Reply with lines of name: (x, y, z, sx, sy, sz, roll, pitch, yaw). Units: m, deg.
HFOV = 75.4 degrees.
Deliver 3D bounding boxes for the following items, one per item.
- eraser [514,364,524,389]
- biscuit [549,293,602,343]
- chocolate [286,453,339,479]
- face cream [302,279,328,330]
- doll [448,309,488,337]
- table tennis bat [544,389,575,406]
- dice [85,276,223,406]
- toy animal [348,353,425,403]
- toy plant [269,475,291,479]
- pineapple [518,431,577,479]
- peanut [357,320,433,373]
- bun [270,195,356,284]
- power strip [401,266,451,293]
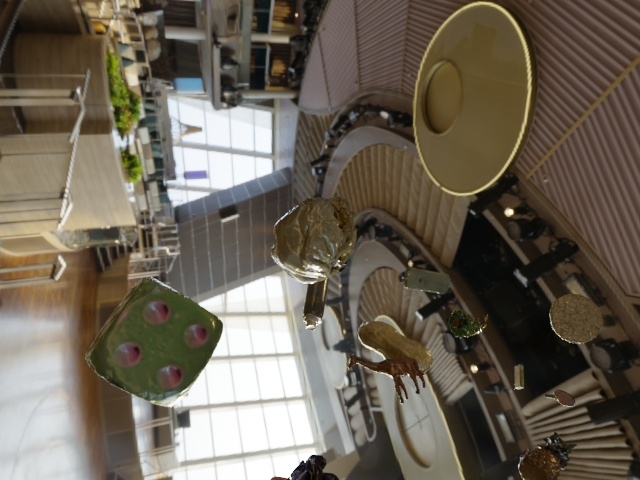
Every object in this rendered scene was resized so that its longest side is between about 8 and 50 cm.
eraser: (0.738, 0.507, 1.538, 0.038, 0.019, 0.083, 105, 0, -60)
biscuit: (0.771, 0.235, 1.252, 0.020, 0.152, 0.152, 44, 37, -79)
chocolate: (-0.020, 0.596, 0.820, 0.343, 0.148, 0.126, -69, 159, -60)
face cream: (-0.014, 0.184, 1.472, 0.073, 0.073, 0.284, 109, -7, -53)
doll: (0.422, 0.242, 1.149, 0.077, 0.113, 0.078, -89, -159, -58)
table tennis bat: (0.629, 0.414, 1.091, 0.050, 0.007, 0.083, 58, -27, -2)
dice: (-0.537, 0.324, 1.362, 0.322, 0.330, 0.318, -61, -163, -18)
toy animal: (0.238, 0.472, 1.484, 0.230, 0.224, 0.066, 59, -3, 16)
toy plant: (-0.154, 1.227, 1.777, 0.356, 0.316, 0.211, -77, -166, -46)
pineapple: (0.814, 0.777, 1.478, 0.128, 0.248, 0.128, 21, -63, 48)
peanut: (0.290, 0.424, 1.649, 0.313, 0.149, 0.149, 35, -41, 22)
bun: (-0.012, 0.010, 1.189, 0.205, 0.281, 0.281, 53, -27, 15)
power strip: (0.401, 0.153, 1.581, 0.029, 0.226, 0.080, -163, -95, -67)
